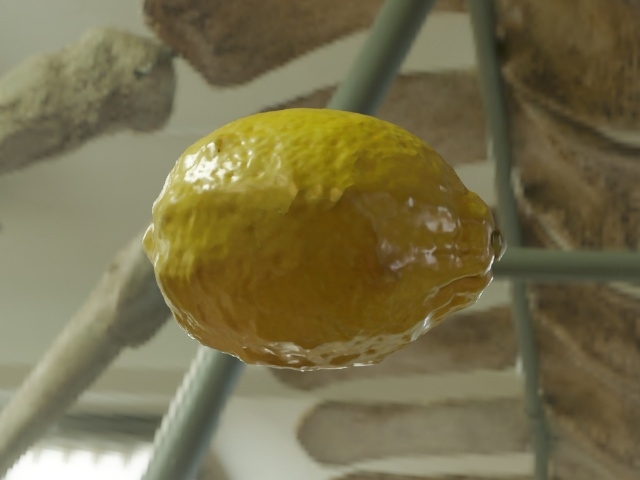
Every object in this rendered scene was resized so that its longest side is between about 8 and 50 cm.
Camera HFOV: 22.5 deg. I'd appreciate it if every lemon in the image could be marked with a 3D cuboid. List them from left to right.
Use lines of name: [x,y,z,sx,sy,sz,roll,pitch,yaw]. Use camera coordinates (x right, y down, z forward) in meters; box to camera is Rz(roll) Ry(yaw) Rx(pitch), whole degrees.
lemon: [0.000,0.000,0.676,0.155,0.114,0.114,-1,-31,14]
